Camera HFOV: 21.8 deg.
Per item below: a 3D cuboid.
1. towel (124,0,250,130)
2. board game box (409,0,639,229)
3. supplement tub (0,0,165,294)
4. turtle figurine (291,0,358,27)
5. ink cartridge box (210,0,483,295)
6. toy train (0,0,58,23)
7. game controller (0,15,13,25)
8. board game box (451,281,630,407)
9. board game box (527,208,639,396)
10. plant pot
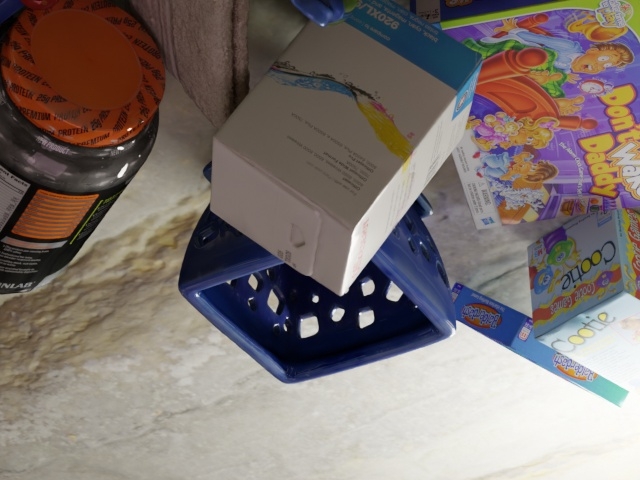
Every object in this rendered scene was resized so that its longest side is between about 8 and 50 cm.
[{"bbox_3d":[-0.132,-0.241,1.602,0.049,0.187,0.282,-28,149,-21],"label":"towel"},{"bbox_3d":[0.246,-0.159,1.780,0.233,0.078,0.347,-9,142,13],"label":"board game box"},{"bbox_3d":[-0.300,-0.099,1.751,0.207,0.207,0.338,18,145,-21],"label":"supplement tub"},{"bbox_3d":[0.014,-0.351,1.513,0.197,0.275,0.266,19,124,13],"label":"turtle figurine"},{"bbox_3d":[0.022,-0.102,1.654,0.168,0.233,0.171,33,158,11],"label":"ink cartridge box"},{"bbox_3d":[-0.369,-0.245,1.584,0.248,0.105,0.143,-32,133,23],"label":"toy train"},{"bbox_3d":[-0.388,-0.293,1.648,0.166,0.067,0.319,-6,146,-15],"label":"game controller"},{"bbox_3d":[0.277,0.133,2.119,0.210,0.047,0.160,29,179,-31],"label":"board game box"},{"bbox_3d":[0.402,0.088,2.051,0.275,0.142,0.144,29,135,-32],"label":"board game box"},{"bbox_3d":[0.000,0.000,1.889,0.236,0.212,0.236,-19,139,24],"label":"plant pot"}]
